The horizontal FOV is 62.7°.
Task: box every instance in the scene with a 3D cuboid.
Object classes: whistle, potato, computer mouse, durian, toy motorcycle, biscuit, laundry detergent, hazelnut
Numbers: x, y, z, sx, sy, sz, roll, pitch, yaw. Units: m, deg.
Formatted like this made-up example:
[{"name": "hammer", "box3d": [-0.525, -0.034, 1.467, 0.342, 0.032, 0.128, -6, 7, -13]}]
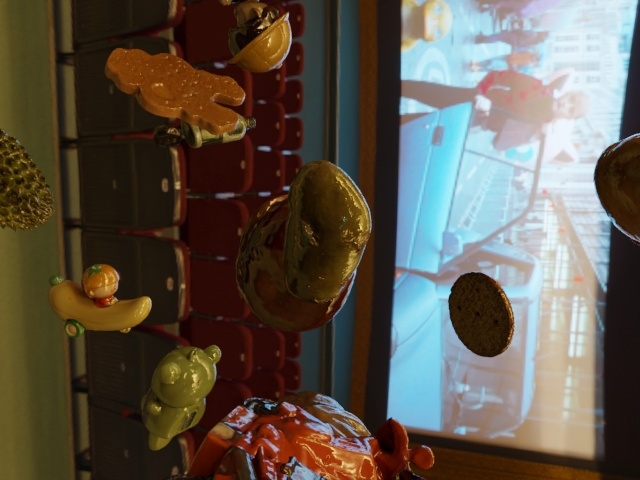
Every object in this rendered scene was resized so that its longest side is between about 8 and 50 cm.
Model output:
[{"name": "whistle", "box3d": [-0.217, 0.238, 0.789, 0.105, 0.085, 0.228, -15, 141, -48]}, {"name": "potato", "box3d": [0.000, 0.000, 0.616, 0.085, 0.105, 0.188, -30, 145, -46]}, {"name": "computer mouse", "box3d": [-0.426, -0.293, 1.461, 0.135, 0.079, 0.047, 142, -58, -70]}, {"name": "durian", "box3d": [-0.709, -0.160, 1.122, 0.157, 0.169, 0.356, -37, 125, -21]}, {"name": "potato", "box3d": [0.280, -0.030, 0.401, 0.107, 0.079, 0.170, 62, -1, -18]}, {"name": "toy motorcycle", "box3d": [-0.003, 0.221, 0.432, 0.148, 0.221, 0.325, -63, 171, 2]}, {"name": "biscuit", "box3d": [-0.252, -0.266, 0.921, 0.040, 0.236, 0.144, 123, -23, -45]}, {"name": "laundry detergent", "box3d": [-0.289, -0.332, 1.541, 0.225, 0.099, 0.070, -19, 155, -38]}, {"name": "biscuit", "box3d": [0.346, 0.159, 1.135, 0.187, 0.027, 0.188, 26, -61, 59]}, {"name": "hazelnut", "box3d": [-0.070, 0.055, 1.512, 0.359, 0.358, 0.410, -60, 171, -61]}]

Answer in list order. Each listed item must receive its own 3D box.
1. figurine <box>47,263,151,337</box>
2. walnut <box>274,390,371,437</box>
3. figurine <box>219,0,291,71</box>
[{"name": "figurine", "box3d": [-0.668, 0.174, 1.592, 0.124, 0.324, 0.223, -53, 143, -72]}, {"name": "walnut", "box3d": [-0.016, 0.374, 0.813, 0.273, 0.226, 0.274, -5, 90, -85]}, {"name": "figurine", "box3d": [-0.158, -0.543, 1.275, 0.192, 0.167, 0.257, -72, 156, -67]}]
